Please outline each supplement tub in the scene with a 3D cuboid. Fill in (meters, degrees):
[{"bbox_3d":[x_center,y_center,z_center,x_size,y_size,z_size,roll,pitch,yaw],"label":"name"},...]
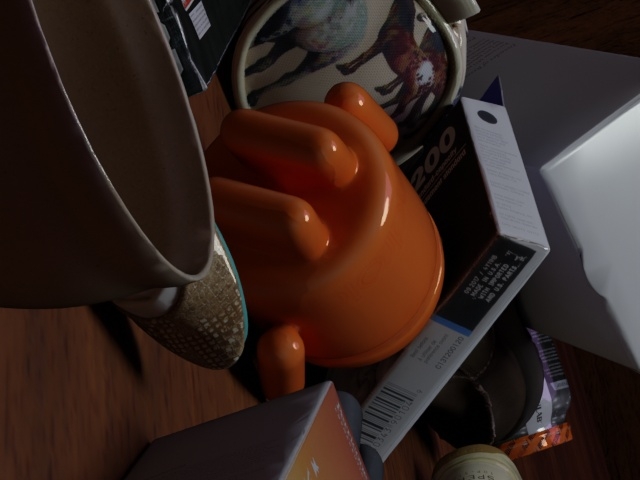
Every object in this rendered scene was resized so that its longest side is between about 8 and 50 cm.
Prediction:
[{"bbox_3d":[0.166,0.113,1.876,0.117,0.117,0.190,20,50,-78],"label":"supplement tub"}]

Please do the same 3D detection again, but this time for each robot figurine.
[{"bbox_3d":[-0.001,0.002,1.151,0.219,0.128,0.158,49,20,-62],"label":"robot figurine"}]

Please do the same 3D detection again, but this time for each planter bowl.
[{"bbox_3d":[-0.116,-0.046,0.649,0.162,0.109,0.162,-20,90,-81],"label":"planter bowl"}]

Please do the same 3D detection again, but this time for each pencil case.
[{"bbox_3d":[0.033,-0.182,1.540,0.410,0.183,0.160,-85,153,-70],"label":"pencil case"}]

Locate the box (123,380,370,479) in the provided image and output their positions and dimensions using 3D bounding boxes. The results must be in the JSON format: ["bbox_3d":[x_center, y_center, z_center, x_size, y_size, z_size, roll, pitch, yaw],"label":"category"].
[{"bbox_3d":[-0.023,0.148,0.827,0.170,0.091,0.130,-56,126,-78],"label":"box"}]

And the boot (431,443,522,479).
[{"bbox_3d":[0.167,0.312,1.540,0.203,0.095,0.262,-92,158,-63],"label":"boot"}]

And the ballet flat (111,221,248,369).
[{"bbox_3d":[-0.098,-0.026,0.894,0.067,0.073,0.206,-35,103,-52],"label":"ballet flat"}]

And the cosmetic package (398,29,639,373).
[{"bbox_3d":[0.167,-0.045,1.604,0.365,0.155,0.197,21,-37,59],"label":"cosmetic package"}]

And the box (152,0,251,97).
[{"bbox_3d":[-0.123,-0.221,1.063,0.322,0.079,0.257,-80,150,-71],"label":"box"}]

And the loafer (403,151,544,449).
[{"bbox_3d":[0.082,0.072,1.570,0.134,0.130,0.366,37,-19,31],"label":"loafer"}]

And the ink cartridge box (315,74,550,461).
[{"bbox_3d":[0.062,0.012,1.301,0.045,0.206,0.208,24,30,-20],"label":"ink cartridge box"}]

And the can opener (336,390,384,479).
[{"bbox_3d":[0.025,0.157,1.066,0.283,0.095,0.076,-80,150,-71],"label":"can opener"}]
